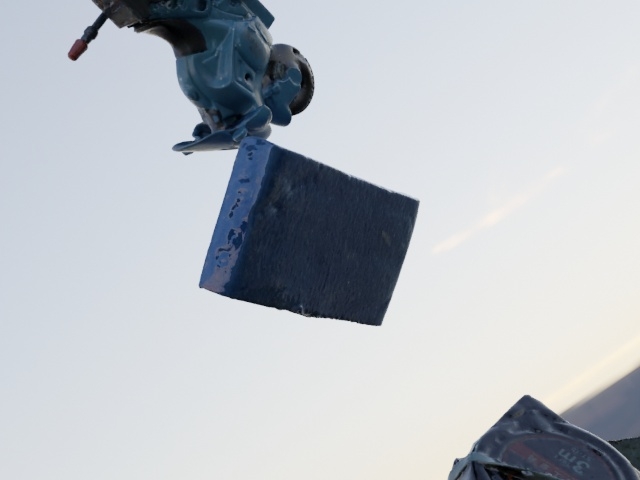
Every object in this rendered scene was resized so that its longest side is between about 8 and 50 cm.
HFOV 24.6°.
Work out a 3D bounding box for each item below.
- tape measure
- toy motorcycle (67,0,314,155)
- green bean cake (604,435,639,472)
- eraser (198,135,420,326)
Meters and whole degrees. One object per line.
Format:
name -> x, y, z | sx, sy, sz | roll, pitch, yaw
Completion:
tape measure -> 0.211, 0.247, 1.370 | 0.181, 0.182, 0.107 | -26, -42, -42
toy motorcycle -> -0.125, -0.191, 1.473 | 0.124, 0.272, 0.182 | -10, 42, 52
green bean cake -> 0.315, 0.308, 1.570 | 0.183, 0.185, 0.094 | -17, -44, 32
eraser -> 0.000, 0.000, 1.385 | 0.312, 0.043, 0.144 | 17, -89, -61
